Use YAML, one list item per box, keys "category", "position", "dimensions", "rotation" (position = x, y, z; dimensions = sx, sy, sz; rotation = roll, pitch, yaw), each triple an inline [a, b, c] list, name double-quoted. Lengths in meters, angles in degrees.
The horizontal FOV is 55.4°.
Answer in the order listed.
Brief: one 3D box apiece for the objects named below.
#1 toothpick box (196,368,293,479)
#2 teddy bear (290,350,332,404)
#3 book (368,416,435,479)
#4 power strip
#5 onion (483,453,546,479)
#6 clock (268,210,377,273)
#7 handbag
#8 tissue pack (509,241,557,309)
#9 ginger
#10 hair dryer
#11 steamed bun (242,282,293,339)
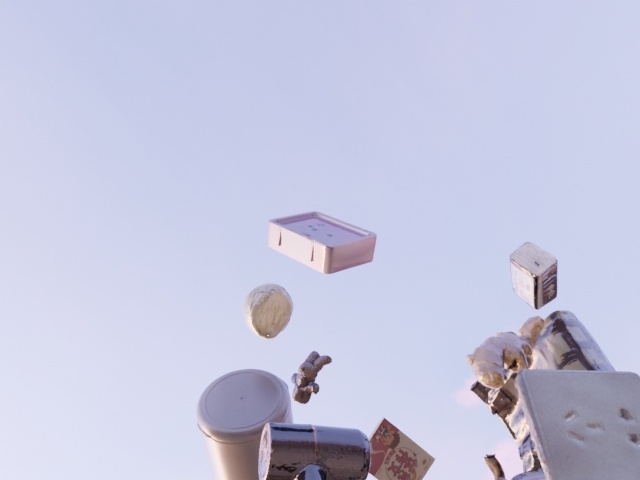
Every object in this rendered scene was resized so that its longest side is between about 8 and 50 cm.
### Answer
- category: "toothpick box"
  position: [-0.150, 0.482, 1.401]
  dimensions: [0.228, 0.229, 0.317]
  rotation: [-11, -60, -8]
- category: "teddy bear"
  position: [-0.039, 0.392, 1.760]
  dimensions: [0.078, 0.119, 0.161]
  rotation: [37, -110, -38]
- category: "book"
  position: [0.232, 0.682, 1.897]
  dimensions: [0.232, 0.022, 0.162]
  rotation: [41, -104, -12]
- category: "power strip"
  position: [0.397, 0.288, 0.887]
  dimensions: [0.213, 0.198, 0.065]
  rotation: [2, -42, -6]
- category: "onion"
  position: [0.415, 0.537, 1.023]
  dimensions: [0.256, 0.272, 0.231]
  rotation: [4, -83, 6]
- category: "clock"
  position: [0.000, 0.000, 1.288]
  dimensions: [0.150, 0.197, 0.063]
  rotation: [-14, -63, -42]
- category: "handbag"
  position: [0.571, 0.392, 1.500]
  dimensions: [0.162, 0.325, 0.327]
  rotation: [12, -50, -40]
- category: "tissue pack"
  position: [0.557, 0.094, 1.591]
  dimensions: [0.090, 0.103, 0.170]
  rotation: [-36, -40, -11]
- category: "ginger"
  position: [0.327, 0.187, 1.043]
  dimensions: [0.288, 0.089, 0.075]
  rotation: [-9, -63, -54]
- category: "hair dryer"
  position: [0.010, 0.439, 0.967]
  dimensions: [0.189, 0.352, 0.107]
  rotation: [7, -62, -14]
- category: "steamed bun"
  position: [-0.132, 0.162, 1.430]
  dimensions: [0.112, 0.090, 0.130]
  rotation: [46, -120, -37]
